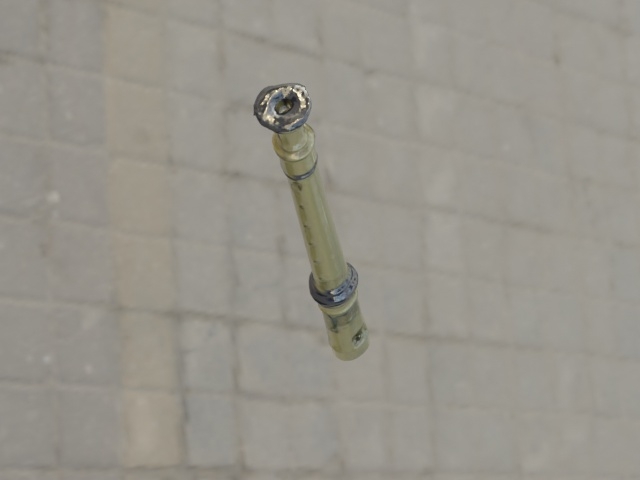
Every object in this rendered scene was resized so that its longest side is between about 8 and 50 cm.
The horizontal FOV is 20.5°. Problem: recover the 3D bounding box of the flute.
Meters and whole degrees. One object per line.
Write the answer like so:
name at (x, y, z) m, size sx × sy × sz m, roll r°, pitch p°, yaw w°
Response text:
flute at (0.000, 0.000, 0.829) m, size 0.233 × 0.027 × 0.027 m, roll 75°, pitch 24°, yaw -60°
